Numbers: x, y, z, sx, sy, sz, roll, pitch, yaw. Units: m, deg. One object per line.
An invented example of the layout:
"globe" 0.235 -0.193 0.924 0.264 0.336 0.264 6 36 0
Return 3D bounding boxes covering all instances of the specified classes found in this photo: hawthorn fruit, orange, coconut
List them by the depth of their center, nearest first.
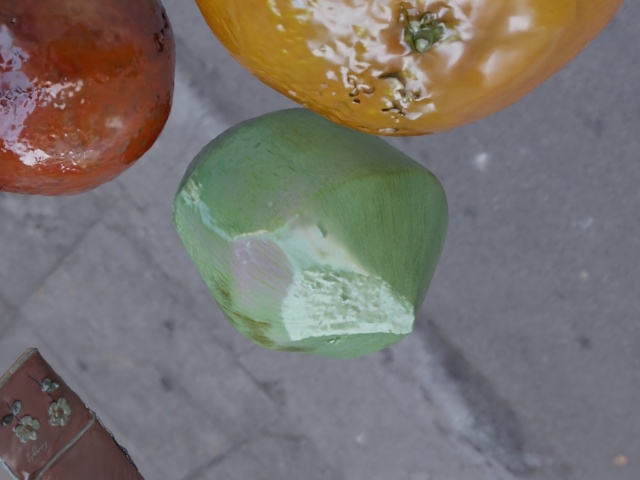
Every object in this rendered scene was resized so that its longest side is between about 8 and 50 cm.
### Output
"orange" 0.071 -0.281 1.209 0.424 0.326 0.424 3 140 2
"hawthorn fruit" -0.310 -0.168 1.474 0.276 0.307 0.276 10 107 35
"coconut" 0.000 0.000 1.656 0.328 0.281 0.328 44 173 6

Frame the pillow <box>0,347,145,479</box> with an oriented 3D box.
"pillow" -0.299 0.239 1.642 0.043 0.126 0.232 -1 131 50
